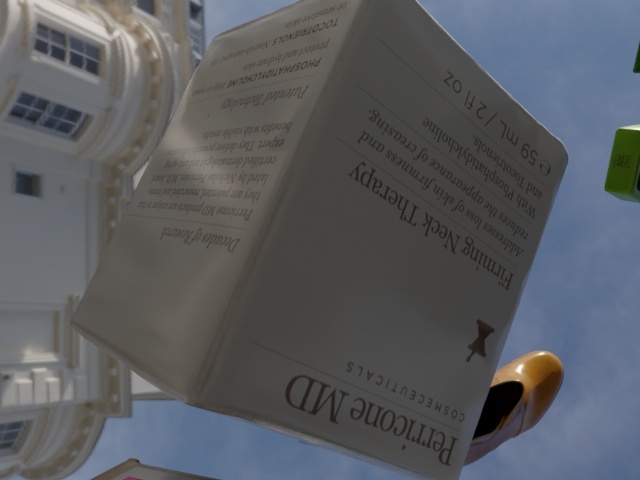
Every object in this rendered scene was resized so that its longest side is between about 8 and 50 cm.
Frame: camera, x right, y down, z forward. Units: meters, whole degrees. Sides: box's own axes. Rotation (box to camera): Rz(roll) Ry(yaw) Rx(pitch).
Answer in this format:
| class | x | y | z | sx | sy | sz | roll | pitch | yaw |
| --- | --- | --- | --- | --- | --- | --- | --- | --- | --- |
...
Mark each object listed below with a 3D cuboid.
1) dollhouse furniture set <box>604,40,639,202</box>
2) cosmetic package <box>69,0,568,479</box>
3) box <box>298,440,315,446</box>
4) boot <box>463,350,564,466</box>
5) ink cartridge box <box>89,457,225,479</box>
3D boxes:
| class | x | y | z | sx | sy | sz | roll | pitch | yaw |
| --- | --- | --- | --- | --- | --- | --- | --- | --- | --- |
| dollhouse furniture set | 0.503 | -0.112 | 0.727 | 0.302 | 0.151 | 0.197 | 18 | -77 | 47 |
| cosmetic package | 0.000 | 0.000 | 0.733 | 0.328 | 0.330 | 0.393 | 6 | -109 | 54 |
| box | 0.011 | 0.108 | 1.157 | 0.294 | 0.212 | 0.395 | -27 | -97 | -18 |
| boot | 0.297 | 0.249 | 1.038 | 0.295 | 0.211 | 0.104 | -35 | -113 | -16 |
| ink cartridge box | -0.108 | 0.298 | 0.546 | 0.235 | 0.088 | 0.193 | -10 | -84 | 44 |
